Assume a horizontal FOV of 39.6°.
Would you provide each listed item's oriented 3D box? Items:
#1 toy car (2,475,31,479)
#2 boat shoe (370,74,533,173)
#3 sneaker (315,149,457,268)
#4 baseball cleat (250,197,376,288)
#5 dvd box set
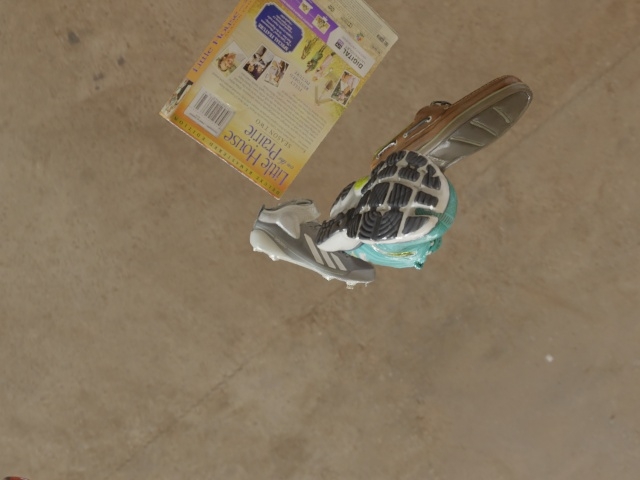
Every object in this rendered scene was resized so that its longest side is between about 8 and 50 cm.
[{"bbox_3d":[-0.192,0.314,0.624,0.053,0.239,0.225,-1,130,-30],"label":"toy car"},{"bbox_3d":[0.198,-0.182,1.454,0.307,0.104,0.111,-37,145,25],"label":"boat shoe"},{"bbox_3d":[0.087,-0.022,0.959,0.110,0.275,0.107,27,79,-12],"label":"sneaker"},{"bbox_3d":[0.000,0.000,1.350,0.206,0.072,0.109,16,107,-14],"label":"baseball cleat"},{"bbox_3d":[-0.073,-0.328,1.746,0.308,0.062,0.420,34,92,-36],"label":"dvd box set"}]
